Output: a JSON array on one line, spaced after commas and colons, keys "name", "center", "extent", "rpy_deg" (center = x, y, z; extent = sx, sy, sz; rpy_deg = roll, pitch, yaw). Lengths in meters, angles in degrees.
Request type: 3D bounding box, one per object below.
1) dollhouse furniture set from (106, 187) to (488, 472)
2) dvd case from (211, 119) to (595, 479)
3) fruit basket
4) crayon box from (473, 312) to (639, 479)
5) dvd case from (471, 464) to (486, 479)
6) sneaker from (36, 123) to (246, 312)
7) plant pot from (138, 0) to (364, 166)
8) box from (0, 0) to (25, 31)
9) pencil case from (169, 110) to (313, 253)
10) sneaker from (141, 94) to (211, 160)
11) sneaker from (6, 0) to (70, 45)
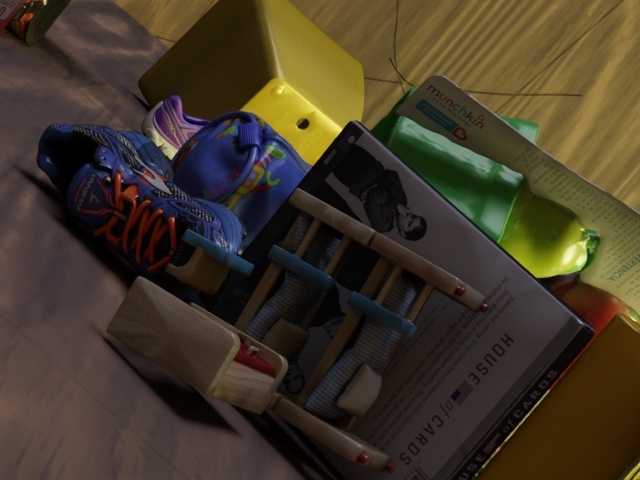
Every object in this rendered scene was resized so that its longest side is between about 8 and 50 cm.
[{"name": "dollhouse furniture set", "center": [-0.006, 0.045, 1.026], "extent": [0.129, 0.129, 0.184], "rpy_deg": [29, -1, 24]}, {"name": "dvd case", "center": [0.040, 0.054, 1.138], "extent": [0.239, 0.179, 0.029], "rpy_deg": [44, 8, 35]}, {"name": "fruit basket", "center": [0.156, 0.037, 1.447], "extent": [0.353, 0.327, 0.165], "rpy_deg": [28, 50, -14]}, {"name": "crayon box", "center": [0.176, 0.152, 1.169], "extent": [0.081, 0.202, 0.318], "rpy_deg": [41, 4, 15]}, {"name": "dvd case", "center": [0.155, 0.222, 1.482], "extent": [0.119, 0.013, 0.087], "rpy_deg": [46, 7, 40]}, {"name": "sneaker", "center": [-0.129, -0.015, 1.170], "extent": [0.087, 0.083, 0.221], "rpy_deg": [18, 13, -40]}, {"name": "plant pot", "center": [-0.071, -0.160, 2.135], "extent": [0.212, 0.212, 0.187], "rpy_deg": [38, 18, -31]}, {"name": "box", "center": [-0.294, -0.170, 0.926], "extent": [0.128, 0.122, 0.257], "rpy_deg": [43, 6, 30]}, {"name": "pencil case", "center": [0.000, 0.000, 1.601], "extent": [0.306, 0.133, 0.119], "rpy_deg": [36, 28, -32]}, {"name": "sneaker", "center": [-0.114, -0.092, 1.886], "extent": [0.170, 0.071, 0.068], "rpy_deg": [40, 5, -18]}, {"name": "sneaker", "center": [-0.326, -0.288, 1.761], "extent": [0.136, 0.116, 0.314], "rpy_deg": [39, 5, 3]}]
